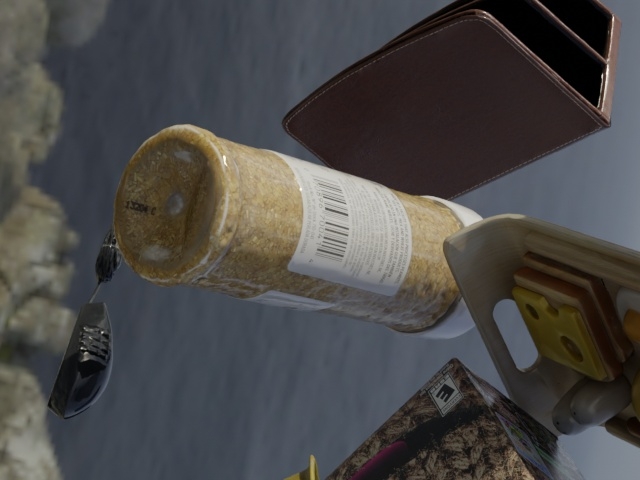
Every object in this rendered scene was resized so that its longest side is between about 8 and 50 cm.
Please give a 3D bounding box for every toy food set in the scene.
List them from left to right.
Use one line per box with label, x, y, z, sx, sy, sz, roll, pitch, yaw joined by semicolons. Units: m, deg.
toy food set;0.219;0.112;1.311;0.092;0.306;0.220;-36;117;-18

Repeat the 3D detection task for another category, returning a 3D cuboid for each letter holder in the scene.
letter holder;0.130;-0.177;1.852;0.214;0.302;0.152;35;49;-28

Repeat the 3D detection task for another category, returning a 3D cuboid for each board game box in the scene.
board game box;0.111;0.275;1.311;0.232;0.141;0.291;-45;-146;10

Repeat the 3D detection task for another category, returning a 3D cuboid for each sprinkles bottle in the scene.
sprinkles bottle;0.000;0.000;1.386;0.355;0.121;0.121;14;87;-50

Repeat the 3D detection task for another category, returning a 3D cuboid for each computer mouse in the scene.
computer mouse;-0.183;0.063;1.461;0.242;0.041;0.071;-81;-168;-52

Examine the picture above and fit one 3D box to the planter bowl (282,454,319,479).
planter bowl;-0.035;0.216;0.837;0.217;0.090;0.217;-6;90;-89
